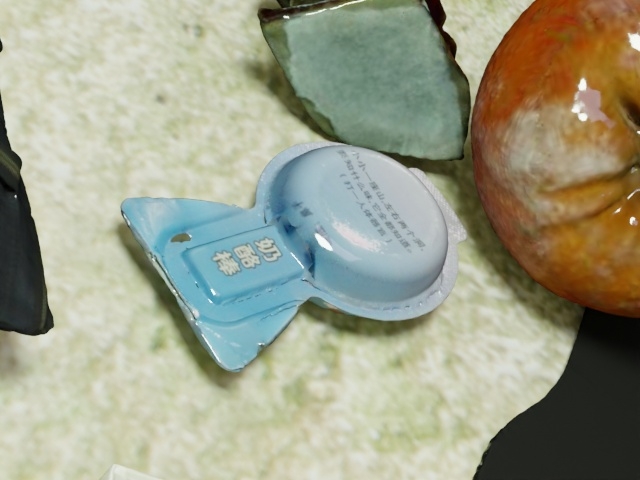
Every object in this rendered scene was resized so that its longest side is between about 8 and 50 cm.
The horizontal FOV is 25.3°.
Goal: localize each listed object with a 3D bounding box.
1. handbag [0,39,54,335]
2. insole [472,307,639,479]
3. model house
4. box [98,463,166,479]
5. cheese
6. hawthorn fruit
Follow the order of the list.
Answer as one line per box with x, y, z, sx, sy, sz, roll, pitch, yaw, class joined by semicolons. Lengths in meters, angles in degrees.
-0.233;-0.073;0.680;0.211;0.089;0.254;18;38;-41;handbag
0.173;0.125;0.916;0.119;0.009;0.348;41;41;-4;insole
0.034;-0.143;0.986;0.152;0.106;0.165;-98;163;-51;model house
-0.022;0.185;0.691;0.198;0.029;0.109;22;45;-21;box
0.000;0.000;0.854;0.245;0.052;0.135;-18;65;-45;cheese
0.201;-0.073;0.955;0.231;0.263;0.235;-40;125;-16;hawthorn fruit
